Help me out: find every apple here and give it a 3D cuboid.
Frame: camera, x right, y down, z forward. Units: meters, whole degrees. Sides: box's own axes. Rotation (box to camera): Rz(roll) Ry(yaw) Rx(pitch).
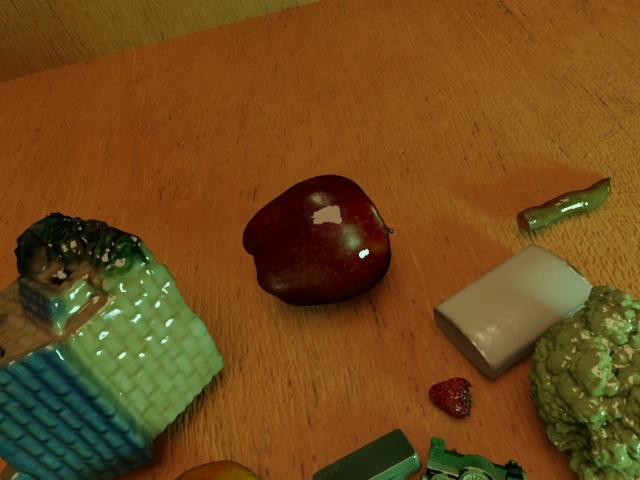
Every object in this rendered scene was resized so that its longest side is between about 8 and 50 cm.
[{"bbox_3d":[0.000,0.000,1.019,0.317,0.288,0.288,-21,51,7],"label":"apple"}]

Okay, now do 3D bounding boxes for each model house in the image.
[{"bbox_3d":[-0.510,0.210,0.878,0.445,0.395,0.400,14,50,34],"label":"model house"}]

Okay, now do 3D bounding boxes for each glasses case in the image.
[{"bbox_3d":[0.080,0.406,0.806,0.184,0.039,0.078,-26,19,-7],"label":"glasses case"}]

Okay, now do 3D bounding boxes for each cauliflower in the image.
[{"bbox_3d":[0.485,0.235,0.722,0.281,0.260,0.327,-2,87,16],"label":"cauliflower"}]

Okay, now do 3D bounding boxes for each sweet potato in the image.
[{"bbox_3d":[0.590,-0.086,1.076,0.281,0.067,0.059,-20,88,-8],"label":"sweet potato"}]

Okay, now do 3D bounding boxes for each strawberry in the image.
[{"bbox_3d":[0.243,0.294,0.861,0.083,0.073,0.073,-7,50,26],"label":"strawberry"}]

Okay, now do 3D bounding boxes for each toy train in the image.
[{"bbox_3d":[0.259,0.406,0.769,0.178,0.071,0.104,7,44,20],"label":"toy train"}]

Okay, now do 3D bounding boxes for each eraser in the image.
[{"bbox_3d":[0.389,0.134,0.929,0.270,0.095,0.174,-30,46,-12],"label":"eraser"}]

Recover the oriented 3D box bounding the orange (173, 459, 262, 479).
[{"bbox_3d":[-0.177,0.477,0.751,0.224,0.170,0.224,-7,50,8],"label":"orange"}]
